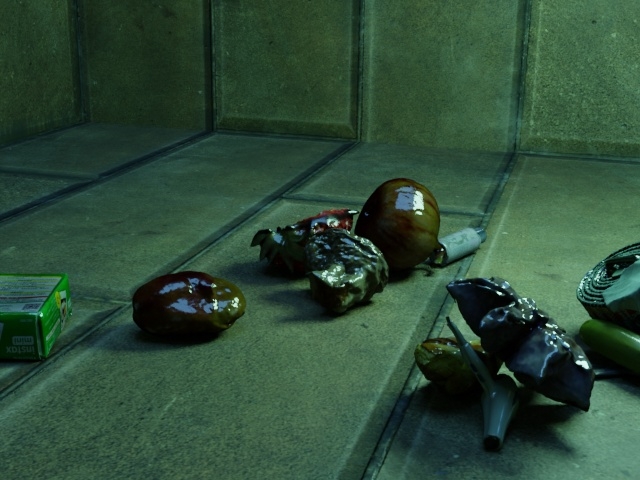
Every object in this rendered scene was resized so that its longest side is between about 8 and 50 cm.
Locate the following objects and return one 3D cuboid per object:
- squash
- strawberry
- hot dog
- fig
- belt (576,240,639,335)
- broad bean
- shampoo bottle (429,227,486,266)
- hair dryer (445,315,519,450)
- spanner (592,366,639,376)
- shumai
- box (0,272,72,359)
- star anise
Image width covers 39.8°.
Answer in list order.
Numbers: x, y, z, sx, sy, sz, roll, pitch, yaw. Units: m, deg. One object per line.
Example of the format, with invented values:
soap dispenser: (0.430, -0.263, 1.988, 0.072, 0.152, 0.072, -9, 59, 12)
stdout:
squash: (0.570, 0.203, 1.622, 0.066, 0.066, 0.252, -9, 21, -28)
strawberry: (0.000, 0.000, 2.178, 0.233, 0.138, 0.306, -19, -3, 37)
hot dog: (0.239, 0.223, 1.554, 0.123, 0.093, 0.261, 22, 10, 41)
fig: (0.193, -0.032, 2.157, 0.214, 0.235, 0.235, 5, 12, -35)
belt: (0.628, 0.099, 1.739, 0.207, 0.150, 0.257, -43, 8, -17)
broad bean: (-0.265, 0.128, 1.787, 0.228, 0.122, 0.156, -5, 16, -8)
shampoo bottle: (0.358, 0.010, 2.285, 0.072, 0.072, 0.214, 14, 22, 37)
hair dryer: (0.255, 0.235, 1.409, 0.067, 0.199, 0.167, -26, 30, 26)
spanner: (0.492, 0.245, 1.624, 0.254, 0.015, 0.054, -3, 20, -12)
shumai: (0.035, 0.084, 1.941, 0.205, 0.166, 0.176, 8, 41, 25)
box: (-0.602, 0.146, 1.747, 0.180, 0.103, 0.250, 0, 19, -1)
star anise: (0.345, 0.161, 1.495, 0.331, 0.118, 0.332, 36, 15, -11)
